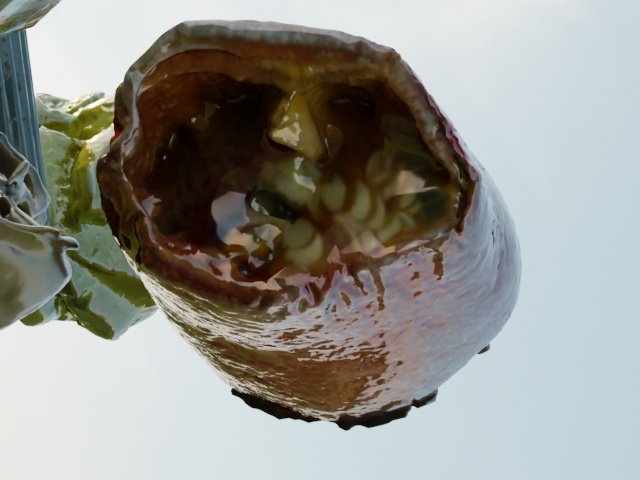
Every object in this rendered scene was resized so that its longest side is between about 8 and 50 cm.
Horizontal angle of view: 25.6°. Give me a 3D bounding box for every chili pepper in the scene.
[{"bbox_3d":[0.000,0.000,0.934,0.251,0.229,0.305,13,-11,14],"label":"chili pepper"}]

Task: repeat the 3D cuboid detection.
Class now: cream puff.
[{"bbox_3d":[-0.321,-0.018,1.741,0.378,0.275,0.378,8,-52,10],"label":"cream puff"}]

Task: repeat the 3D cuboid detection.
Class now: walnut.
[{"bbox_3d":[-0.291,-0.028,1.022,0.204,0.141,0.238,42,3,-25],"label":"walnut"}]

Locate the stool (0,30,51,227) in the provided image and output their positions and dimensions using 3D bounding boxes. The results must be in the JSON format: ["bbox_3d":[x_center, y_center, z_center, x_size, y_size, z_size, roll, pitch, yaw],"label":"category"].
[{"bbox_3d":[-0.408,-0.122,1.346,0.297,0.297,0.330,153,-75,-66],"label":"stool"}]

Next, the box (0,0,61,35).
[{"bbox_3d":[-0.187,-0.227,1.081,0.220,0.122,0.032,-35,-86,27],"label":"box"}]
